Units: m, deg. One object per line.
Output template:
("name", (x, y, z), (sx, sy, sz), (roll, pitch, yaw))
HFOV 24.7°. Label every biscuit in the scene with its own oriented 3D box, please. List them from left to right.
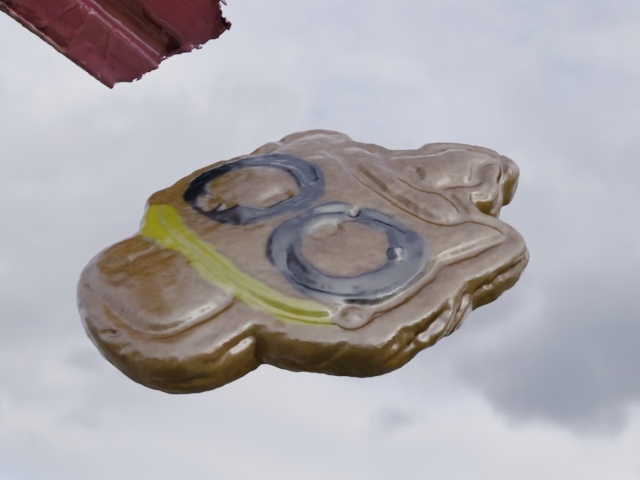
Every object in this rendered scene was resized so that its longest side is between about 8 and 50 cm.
("biscuit", (0.000, 0.000, 0.833), (0.290, 0.208, 0.041), (-26, -49, -30))

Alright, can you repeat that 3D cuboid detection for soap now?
("soap", (-0.160, -0.211, 1.004), (0.099, 0.162, 0.250), (36, -1, 41))
